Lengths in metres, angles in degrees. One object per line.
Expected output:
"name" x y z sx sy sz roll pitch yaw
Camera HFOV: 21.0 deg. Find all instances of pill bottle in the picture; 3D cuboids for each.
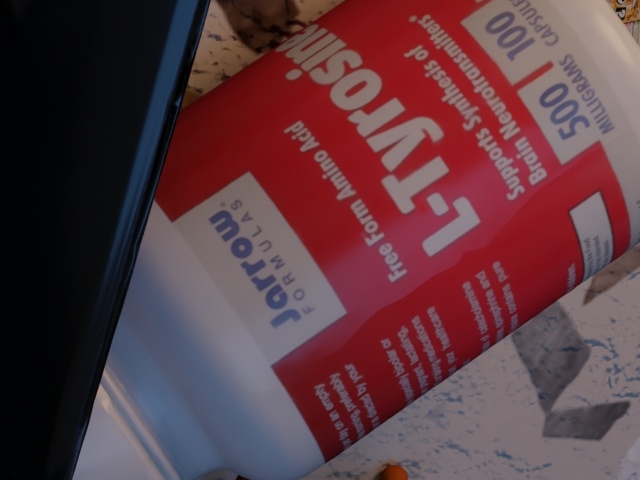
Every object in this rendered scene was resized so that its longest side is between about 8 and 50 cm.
"pill bottle" 0.000 0.000 1.059 0.408 0.229 0.229 -35 125 -8

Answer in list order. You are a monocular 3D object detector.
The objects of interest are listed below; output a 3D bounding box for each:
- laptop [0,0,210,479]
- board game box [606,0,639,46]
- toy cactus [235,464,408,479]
"laptop" -0.261 -0.144 0.769 0.236 0.408 0.382 3 114 -40
"board game box" 0.268 -0.152 1.231 0.194 0.045 0.146 -6 117 -25
"toy cactus" -0.005 0.242 1.276 0.219 0.112 0.180 18 124 -35
